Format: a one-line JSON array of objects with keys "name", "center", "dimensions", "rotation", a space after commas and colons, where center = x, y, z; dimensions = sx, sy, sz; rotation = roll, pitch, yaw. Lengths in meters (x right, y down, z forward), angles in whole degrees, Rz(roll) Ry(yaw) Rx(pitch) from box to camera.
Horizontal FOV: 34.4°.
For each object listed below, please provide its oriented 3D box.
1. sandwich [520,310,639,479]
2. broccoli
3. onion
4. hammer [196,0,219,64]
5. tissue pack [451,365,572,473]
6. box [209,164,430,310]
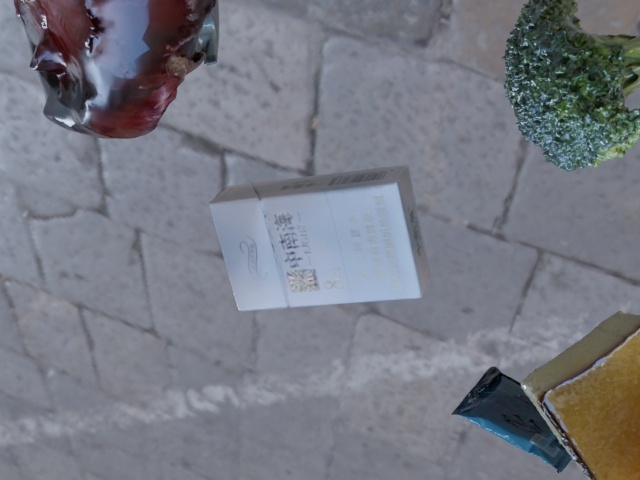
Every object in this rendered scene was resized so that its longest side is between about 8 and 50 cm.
[{"name": "sandwich", "center": [0.298, 0.160, 0.947], "dimensions": [0.193, 0.162, 0.058], "rotation": [55, 179, -20]}, {"name": "broccoli", "center": [0.436, -0.254, 1.704], "dimensions": [0.302, 0.375, 0.249], "rotation": [10, 123, -17]}, {"name": "onion", "center": [-0.159, -0.221, 0.846], "dimensions": [0.272, 0.195, 0.272], "rotation": [41, 140, 46]}, {"name": "hammer", "center": [-0.136, -0.280, 1.043], "dimensions": [0.041, 0.158, 0.226], "rotation": [-4, 159, 2]}, {"name": "tissue pack", "center": [0.219, 0.187, 1.111], "dimensions": [0.138, 0.085, 0.027], "rotation": [23, 136, 35]}, {"name": "box", "center": [0.000, 0.000, 1.262], "dimensions": [0.243, 0.067, 0.155], "rotation": [-7, 110, 20]}]
